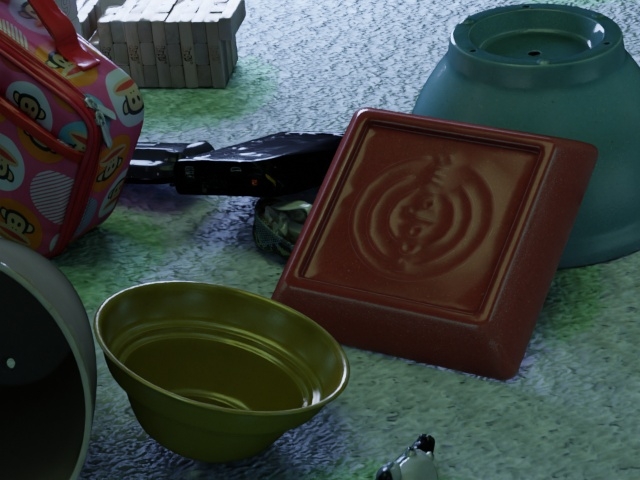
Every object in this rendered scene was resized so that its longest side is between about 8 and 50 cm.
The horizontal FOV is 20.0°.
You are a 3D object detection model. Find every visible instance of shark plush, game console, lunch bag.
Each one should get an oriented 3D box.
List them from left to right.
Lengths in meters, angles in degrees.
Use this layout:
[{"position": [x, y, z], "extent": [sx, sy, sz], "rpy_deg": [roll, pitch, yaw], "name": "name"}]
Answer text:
[{"position": [-0.318, -0.150, 1.829], "extent": [0.293, 0.258, 0.120], "rpy_deg": [36, 41, 13], "name": "lunch bag"}, {"position": [-0.137, -0.085, 1.956], "extent": [0.361, 0.044, 0.213], "rpy_deg": [3, 12, 30], "name": "game console"}, {"position": [0.055, 0.189, 1.440], "extent": [0.067, 0.073, 0.161], "rpy_deg": [-25, 23, 28], "name": "shark plush"}]

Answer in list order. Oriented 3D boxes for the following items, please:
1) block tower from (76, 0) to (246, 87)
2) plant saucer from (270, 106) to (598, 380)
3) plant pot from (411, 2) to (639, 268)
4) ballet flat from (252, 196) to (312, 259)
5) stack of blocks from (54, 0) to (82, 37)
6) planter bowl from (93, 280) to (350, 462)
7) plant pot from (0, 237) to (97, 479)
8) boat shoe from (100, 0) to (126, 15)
[{"position": [-0.263, -0.247, 2.253], "extent": [0.335, 0.097, 0.091], "rpy_deg": [-1, 28, 9], "name": "block tower"}, {"position": [0.097, -0.015, 1.686], "extent": [0.259, 0.047, 0.258], "rpy_deg": [11, 63, 26], "name": "plant saucer"}, {"position": [0.221, -0.125, 1.854], "extent": [0.293, 0.196, 0.293], "rpy_deg": [-3, 29, 2], "name": "plant pot"}, {"position": [0.000, 0.000, 1.785], "extent": [0.188, 0.070, 0.070], "rpy_deg": [21, 36, 37], "name": "ballet flat"}, {"position": [-0.374, -0.274, 2.096], "extent": [0.171, 0.297, 0.087], "rpy_deg": [11, 31, 28], "name": "stack of blocks"}, {"position": [-0.091, 0.123, 1.513], "extent": [0.217, 0.090, 0.217], "rpy_deg": [13, 24, -6], "name": "planter bowl"}, {"position": [-0.287, 0.098, 1.488], "extent": [0.256, 0.256, 0.274], "rpy_deg": [-1, 11, 5], "name": "plant pot"}, {"position": [-0.304, -0.346, 2.424], "extent": [0.324, 0.116, 0.097], "rpy_deg": [9, 33, 33], "name": "boat shoe"}]
